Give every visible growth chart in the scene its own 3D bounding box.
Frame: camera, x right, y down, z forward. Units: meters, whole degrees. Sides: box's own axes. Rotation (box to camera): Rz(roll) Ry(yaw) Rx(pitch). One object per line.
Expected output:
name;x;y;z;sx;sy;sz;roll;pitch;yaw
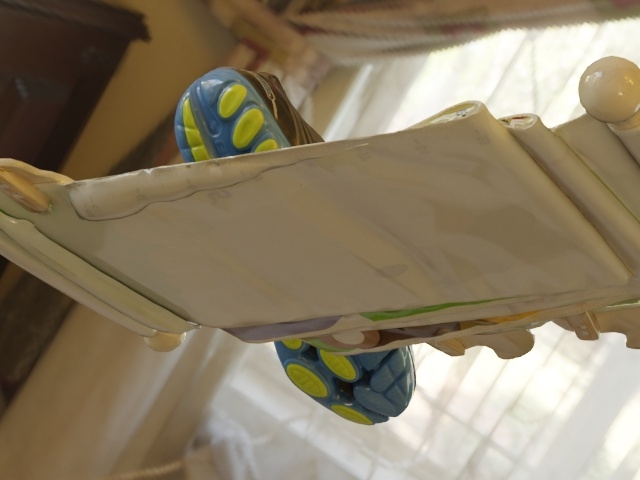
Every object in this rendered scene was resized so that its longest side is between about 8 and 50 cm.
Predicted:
growth chart;0.012;0.004;0.404;0.237;0.021;0.172;-6;-27;22

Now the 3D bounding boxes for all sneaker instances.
sneaker;0.000;0.000;0.633;0.188;0.067;0.078;63;31;-5
